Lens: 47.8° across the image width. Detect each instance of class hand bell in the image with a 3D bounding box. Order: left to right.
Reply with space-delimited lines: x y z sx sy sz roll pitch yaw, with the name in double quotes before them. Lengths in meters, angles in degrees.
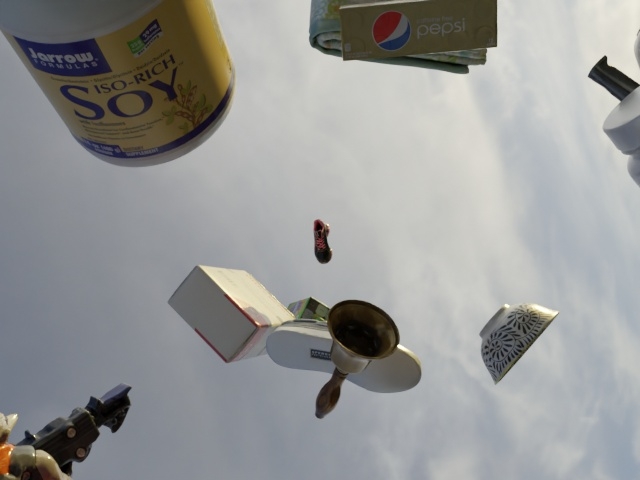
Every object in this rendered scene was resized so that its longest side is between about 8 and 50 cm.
"hand bell" 0.036 0.229 1.243 0.126 0.126 0.242 -35 -26 -47

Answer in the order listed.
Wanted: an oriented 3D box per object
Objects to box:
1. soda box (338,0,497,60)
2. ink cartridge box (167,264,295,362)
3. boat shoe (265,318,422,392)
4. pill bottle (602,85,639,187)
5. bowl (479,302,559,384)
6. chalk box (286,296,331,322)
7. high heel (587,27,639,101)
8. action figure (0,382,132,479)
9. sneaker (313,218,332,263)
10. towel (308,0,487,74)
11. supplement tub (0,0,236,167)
"soda box" 0.114 -0.252 0.850 0.058 0.181 0.061 -78 -16 -69
"ink cartridge box" -0.196 0.171 1.699 0.207 0.117 0.283 42 -173 15
"boat shoe" 0.051 0.208 1.378 0.102 0.301 0.108 -45 -42 -63
"pill bottle" 0.545 -0.098 1.024 0.283 0.160 0.160 46 -132 -6
"bowl" 0.332 0.164 1.265 0.080 0.170 0.170 42 -143 19
"chalk box" -0.023 0.243 1.947 0.132 0.213 0.132 32 -110 -13
"high heel" 0.587 -0.291 1.160 0.261 0.186 0.093 -43 -19 -4
"action figure" -0.308 0.317 0.848 0.341 0.178 0.330 -42 -71 -35
"sneaker" 0.000 0.000 1.792 0.057 0.047 0.119 59 -159 -61
"towel" 0.167 -0.513 1.539 0.374 0.090 0.321 8 -120 -7
"supplement tub" -0.248 -0.271 0.858 0.331 0.240 0.241 74 -151 -59
